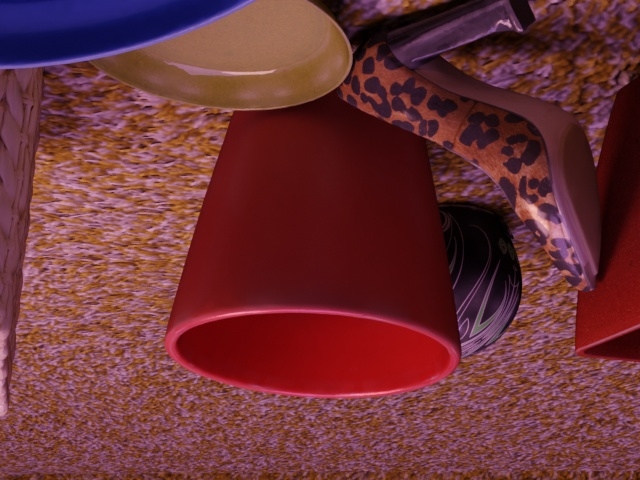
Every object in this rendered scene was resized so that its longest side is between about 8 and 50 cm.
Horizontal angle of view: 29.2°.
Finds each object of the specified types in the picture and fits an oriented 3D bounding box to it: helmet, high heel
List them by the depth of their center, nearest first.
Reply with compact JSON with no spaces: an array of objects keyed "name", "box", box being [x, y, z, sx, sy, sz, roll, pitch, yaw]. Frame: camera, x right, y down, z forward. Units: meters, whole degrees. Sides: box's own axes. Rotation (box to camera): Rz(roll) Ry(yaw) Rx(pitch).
[{"name":"high heel","box":[0.125,-0.065,1.038,0.186,0.261,0.093,-17,-175,35]},{"name":"helmet","box":[0.143,0.056,1.389,0.169,0.162,0.169,3,157,1]}]

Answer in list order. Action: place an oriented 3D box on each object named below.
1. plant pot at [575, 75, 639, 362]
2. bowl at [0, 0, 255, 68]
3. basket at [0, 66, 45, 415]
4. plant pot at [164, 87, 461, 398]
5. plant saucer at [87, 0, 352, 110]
[{"name":"plant pot","box":[0.380,-0.040,1.011,0.267,0.236,0.267,8,158,-24]},{"name":"bowl","box":[-0.153,-0.223,0.624,0.391,0.077,0.391,-11,158,-4]},{"name":"basket","box":[-0.389,-0.028,1.070,0.266,0.331,0.328,7,158,-12]},{"name":"plant pot","box":[0.000,0.000,1.178,0.274,0.243,0.275,4,157,2]},{"name":"plant saucer","box":[-0.091,-0.177,1.024,0.241,0.037,0.241,6,160,2]}]
